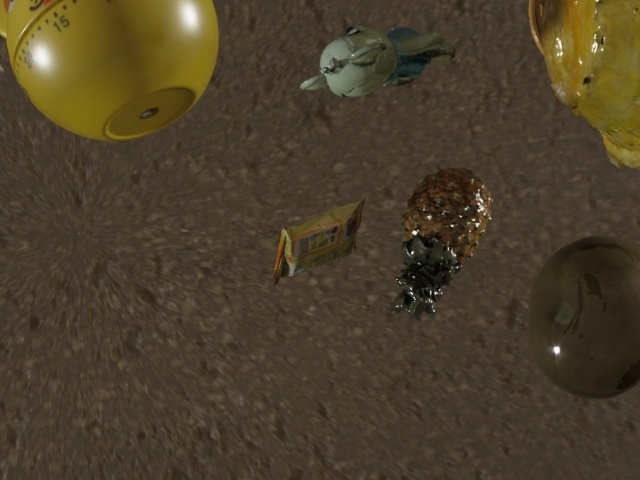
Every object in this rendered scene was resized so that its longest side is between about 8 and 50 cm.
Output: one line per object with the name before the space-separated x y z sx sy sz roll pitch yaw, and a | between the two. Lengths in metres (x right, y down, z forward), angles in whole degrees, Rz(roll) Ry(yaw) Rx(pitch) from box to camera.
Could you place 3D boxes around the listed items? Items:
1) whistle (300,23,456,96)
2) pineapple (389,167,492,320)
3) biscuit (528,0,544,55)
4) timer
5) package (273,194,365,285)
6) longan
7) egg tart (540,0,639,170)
whistle | 0.077 -0.207 1.217 0.235 0.114 0.077 -19 85 -50
pineapple | 0.135 0.008 1.277 0.108 0.108 0.198 33 56 -11
biscuit | 0.414 -0.346 1.758 0.142 0.029 0.221 -32 92 -6
timer | -0.354 -0.364 1.752 0.376 0.376 0.387 -24 75 -11
package | -0.002 0.001 1.288 0.120 0.108 0.031 -21 60 -20
longan | 0.410 0.116 1.616 0.248 0.248 0.248 0 90 -13
egg tart | 0.328 -0.243 1.199 0.132 0.341 0.341 -5 91 -4
